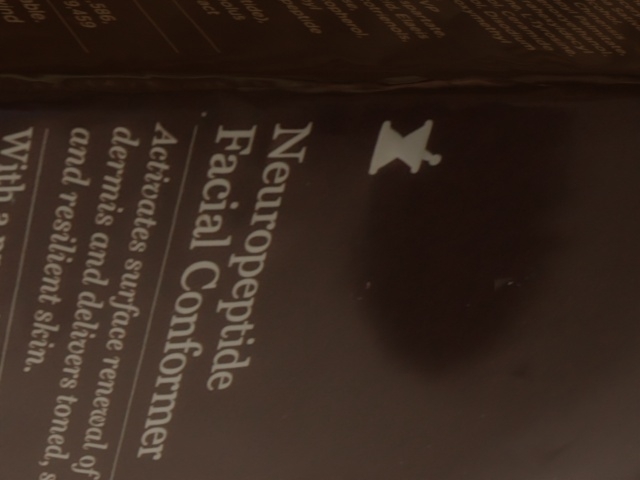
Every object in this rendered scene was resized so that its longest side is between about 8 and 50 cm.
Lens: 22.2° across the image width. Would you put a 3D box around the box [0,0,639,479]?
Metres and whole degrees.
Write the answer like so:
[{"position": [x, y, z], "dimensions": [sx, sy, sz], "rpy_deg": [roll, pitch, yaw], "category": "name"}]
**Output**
[{"position": [0.000, 0.000, 0.527], "dimensions": [0.381, 0.191, 0.143], "rpy_deg": [-5, -144, -31], "category": "box"}]
